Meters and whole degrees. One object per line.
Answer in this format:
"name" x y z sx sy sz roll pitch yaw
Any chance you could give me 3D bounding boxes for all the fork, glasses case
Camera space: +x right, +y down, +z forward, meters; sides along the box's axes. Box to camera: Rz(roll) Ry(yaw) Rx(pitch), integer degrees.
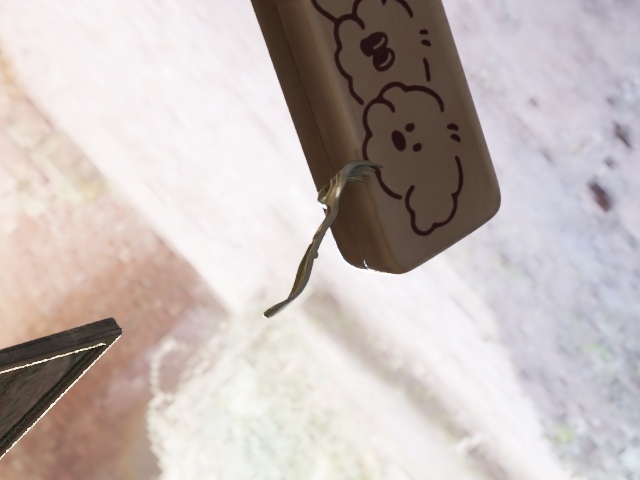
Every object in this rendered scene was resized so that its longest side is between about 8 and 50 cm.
"fork" -0.004 -0.005 1.301 0.034 0.219 0.028 -35 103 35
"glasses case" 0.039 -0.146 1.475 0.076 0.144 0.336 6 122 52

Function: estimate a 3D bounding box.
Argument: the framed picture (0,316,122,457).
"framed picture" -0.230 0.122 1.122 0.150 0.203 0.015 -14 -114 -54
